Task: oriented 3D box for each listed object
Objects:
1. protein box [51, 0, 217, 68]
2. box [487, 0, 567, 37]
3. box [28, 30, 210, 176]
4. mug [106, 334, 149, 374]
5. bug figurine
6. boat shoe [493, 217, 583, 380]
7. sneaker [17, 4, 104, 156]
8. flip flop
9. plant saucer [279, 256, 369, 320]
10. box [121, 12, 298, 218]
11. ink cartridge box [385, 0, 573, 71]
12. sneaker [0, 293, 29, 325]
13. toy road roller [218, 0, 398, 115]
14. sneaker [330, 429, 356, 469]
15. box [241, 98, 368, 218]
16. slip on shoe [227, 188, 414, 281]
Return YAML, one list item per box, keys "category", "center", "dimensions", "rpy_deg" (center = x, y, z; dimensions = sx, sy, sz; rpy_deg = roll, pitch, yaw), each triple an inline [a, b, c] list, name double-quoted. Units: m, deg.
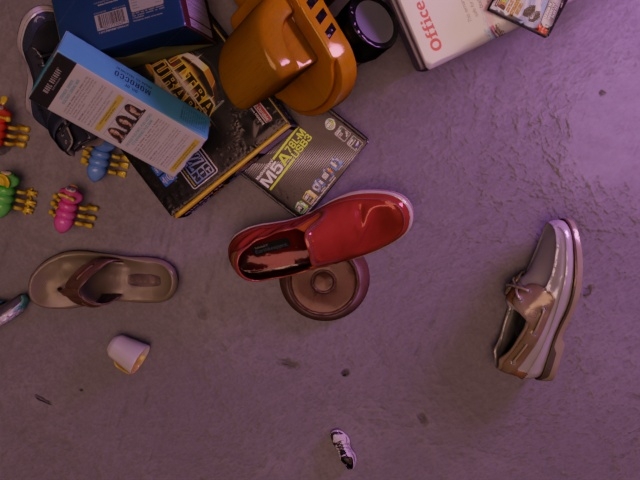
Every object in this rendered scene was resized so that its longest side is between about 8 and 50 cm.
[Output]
- category: "protein box"
  center: [-0.293, -0.386, 1.084]
  dimensions: [0.200, 0.136, 0.201]
  rpy_deg: [-12, 91, 12]
- category: "box"
  center: [0.306, -0.365, 0.985]
  dimensions: [0.094, 0.027, 0.137]
  rpy_deg: [26, 103, -2]
- category: "box"
  center: [-0.296, -0.199, 1.066]
  dimensions: [0.244, 0.060, 0.100]
  rpy_deg: [30, 127, -27]
- category: "mug"
  center: [-0.371, 0.217, 1.341]
  dimensions: [0.064, 0.062, 0.078]
  rpy_deg: [29, 96, 4]
- category: "bug figurine"
  center: [-0.493, -0.127, 1.262]
  dimensions: [0.279, 0.072, 0.216]
  rpy_deg: [15, 103, -1]
- category: "boat shoe"
  center: [0.379, 0.107, 1.247]
  dimensions: [0.104, 0.113, 0.302]
  rpy_deg: [5, 104, -4]
- category: "sneaker"
  center: [-0.399, -0.238, 1.114]
  dimensions: [0.163, 0.086, 0.226]
  rpy_deg: [47, 144, 22]
- category: "flip flop"
  center: [-0.402, 0.080, 1.299]
  dimensions: [0.277, 0.080, 0.112]
  rpy_deg: [1, 103, 3]
- category: "plant saucer"
  center: [0.007, 0.072, 1.303]
  dimensions: [0.169, 0.029, 0.168]
  rpy_deg: [0, 102, 2]
- category: "box"
  center: [-0.236, -0.238, 1.196]
  dimensions: [0.257, 0.079, 0.322]
  rpy_deg: [-37, 88, 12]
- category: "ink cartridge box"
  center: [0.238, -0.408, 1.094]
  dimensions: [0.270, 0.197, 0.198]
  rpy_deg: [-24, 101, 7]
- category: "sneaker"
  center: [-0.631, 0.134, 1.336]
  dimensions: [0.167, 0.065, 0.076]
  rpy_deg: [-29, 96, 7]
- category: "toy road roller"
  center: [-0.065, -0.344, 1.073]
  dimensions: [0.329, 0.241, 0.203]
  rpy_deg: [57, 144, -6]
- category: "sneaker"
  center: [0.046, 0.405, 1.371]
  dimensions: [0.032, 0.037, 0.083]
  rpy_deg: [-30, 98, 11]
- category: "box"
  center: [-0.044, -0.160, 1.244]
  dimensions: [0.184, 0.045, 0.190]
  rpy_deg: [39, 101, -7]
- category: "slip on shoe"
  center: [0.000, 0.000, 1.211]
  dimensions: [0.332, 0.101, 0.123]
  rpy_deg: [-14, 112, 4]
